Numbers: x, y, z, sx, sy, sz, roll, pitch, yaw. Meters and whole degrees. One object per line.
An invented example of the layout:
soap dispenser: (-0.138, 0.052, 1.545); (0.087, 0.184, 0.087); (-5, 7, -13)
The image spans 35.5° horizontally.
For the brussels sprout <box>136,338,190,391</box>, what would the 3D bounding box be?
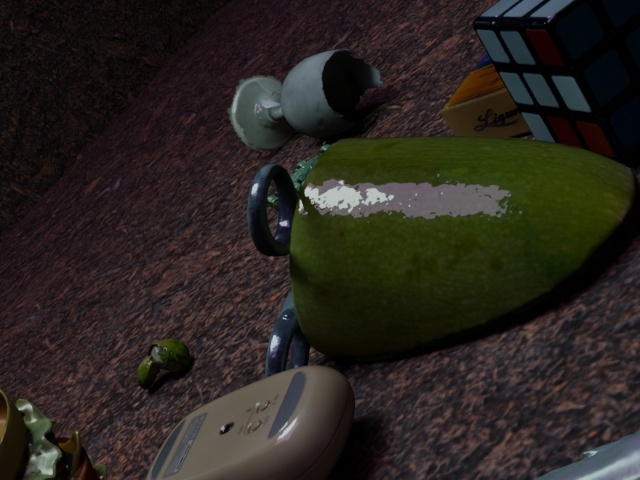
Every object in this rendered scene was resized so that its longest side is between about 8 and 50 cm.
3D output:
brussels sprout: (-0.208, 0.159, 1.295); (0.083, 0.051, 0.046); (-33, -18, 18)

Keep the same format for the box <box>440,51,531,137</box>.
box: (0.266, -0.221, 1.215); (0.152, 0.070, 0.237); (-12, 36, 52)

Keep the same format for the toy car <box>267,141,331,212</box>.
toy car: (-0.019, -0.080, 1.441); (0.093, 0.058, 0.186); (-49, 10, -20)

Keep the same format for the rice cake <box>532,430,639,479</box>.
rice cake: (0.138, 0.188, 0.629); (0.226, 0.040, 0.085); (-32, 23, 24)

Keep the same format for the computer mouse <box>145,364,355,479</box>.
computer mouse: (-0.062, 0.195, 0.909); (0.236, 0.082, 0.145); (-29, 24, 33)

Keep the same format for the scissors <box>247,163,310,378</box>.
scissors: (0.000, 0.000, 1.103); (0.029, 0.256, 0.383); (2, 21, 16)

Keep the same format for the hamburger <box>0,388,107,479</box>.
hamburger: (-0.325, 0.298, 0.976); (0.274, 0.212, 0.274); (-28, 29, 17)

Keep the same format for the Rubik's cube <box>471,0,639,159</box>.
Rubik's cube: (0.276, -0.193, 0.984); (0.160, 0.162, 0.163); (-38, 21, -7)

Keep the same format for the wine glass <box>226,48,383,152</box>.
wine glass: (-0.029, -0.230, 1.658); (0.143, 0.143, 0.321); (-48, 22, -21)

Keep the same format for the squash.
squash: (0.152, 0.000, 0.971); (0.308, 0.210, 0.234); (6, 42, 25)
